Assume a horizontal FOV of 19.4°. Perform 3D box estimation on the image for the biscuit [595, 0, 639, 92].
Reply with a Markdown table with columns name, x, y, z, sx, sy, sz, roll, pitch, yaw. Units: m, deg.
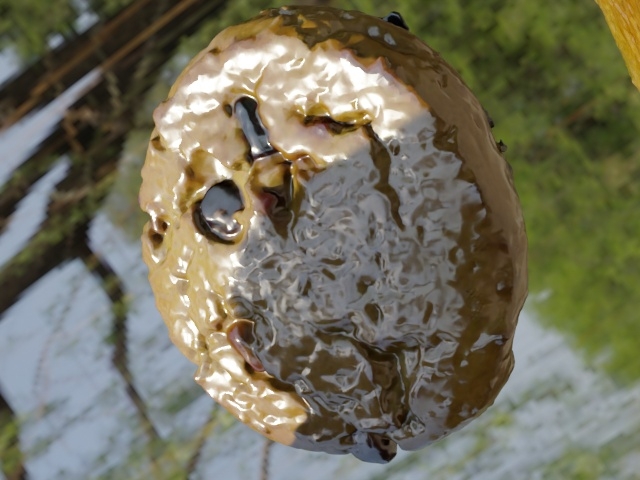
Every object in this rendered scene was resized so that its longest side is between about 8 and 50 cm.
| name | x | y | z | sx | sy | sz | roll | pitch | yaw |
| --- | --- | --- | --- | --- | --- | --- | --- | --- | --- |
| biscuit | 0.096 | -0.124 | 0.546 | 0.197 | 0.049 | 0.301 | 60 | -179 | 22 |

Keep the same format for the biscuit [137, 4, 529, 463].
| name | x | y | z | sx | sy | sz | roll | pitch | yaw |
| --- | --- | --- | --- | --- | --- | --- | --- | --- | --- |
| biscuit | -0.001 | 0.000 | 1.161 | 0.075 | 0.296 | 0.296 | -22 | -103 | -54 |
